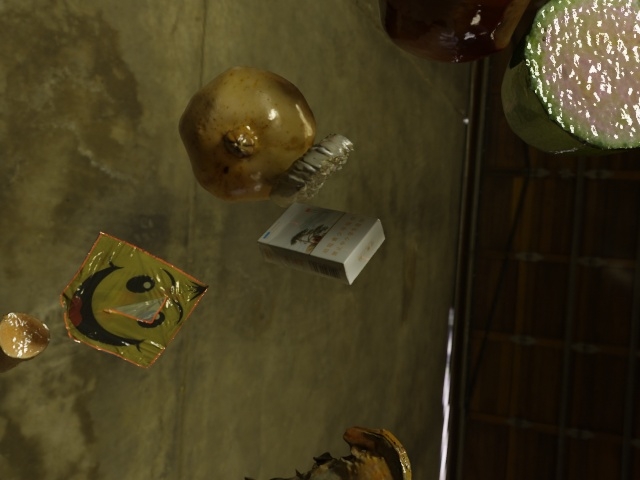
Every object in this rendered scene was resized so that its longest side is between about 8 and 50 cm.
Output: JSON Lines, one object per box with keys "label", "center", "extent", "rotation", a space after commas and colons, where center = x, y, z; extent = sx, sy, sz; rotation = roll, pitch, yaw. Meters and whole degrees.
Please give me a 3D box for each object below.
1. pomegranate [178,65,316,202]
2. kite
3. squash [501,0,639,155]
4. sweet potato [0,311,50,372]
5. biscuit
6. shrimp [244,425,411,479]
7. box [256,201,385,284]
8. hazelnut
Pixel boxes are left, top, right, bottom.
{"label": "pomegranate", "center": [-0.196, -0.280, 1.677], "extent": [0.410, 0.411, 0.409], "rotation": [4, 90, -69]}
{"label": "kite", "center": [-0.417, 0.139, 1.406], "extent": [0.013, 0.328, 0.377], "rotation": [-118, -159, -61]}
{"label": "squash", "center": [0.472, -0.266, 1.177], "extent": [0.309, 0.311, 0.310], "rotation": [114, -15, -77]}
{"label": "sweet potato", "center": [-0.828, 0.281, 1.591], "extent": [0.131, 0.337, 0.131], "rotation": [28, 50, -39]}
{"label": "biscuit", "center": [-0.041, -0.158, 1.513], "extent": [0.179, 0.281, 0.084], "rotation": [-33, 84, -33]}
{"label": "shrimp", "center": [0.011, 0.322, 0.875], "extent": [0.066, 0.262, 0.117], "rotation": [35, 57, -53]}
{"label": "box", "center": [-0.001, 0.000, 1.324], "extent": [0.149, 0.233, 0.067], "rotation": [-47, 136, -35]}
{"label": "hazelnut", "center": [0.305, -0.577, 1.381], "extent": [0.366, 0.366, 0.365], "rotation": [4, 90, -69]}
